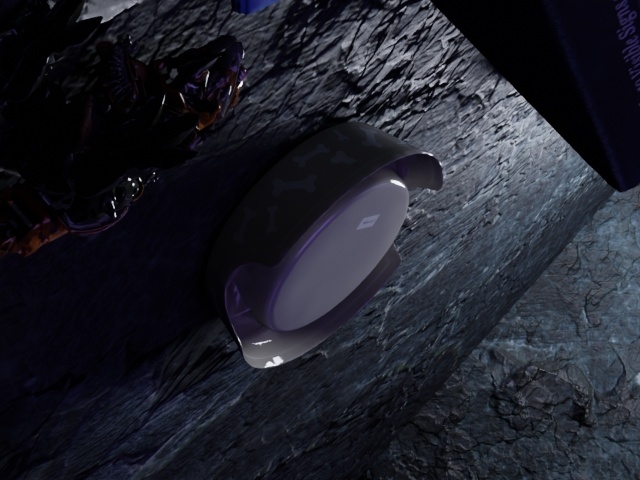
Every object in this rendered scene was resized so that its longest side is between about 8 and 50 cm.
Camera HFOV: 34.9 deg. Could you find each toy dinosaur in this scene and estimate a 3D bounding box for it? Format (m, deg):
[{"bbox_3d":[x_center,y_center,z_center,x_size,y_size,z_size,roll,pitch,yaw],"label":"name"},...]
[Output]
[{"bbox_3d":[-0.178,-0.062,0.803,0.322,0.164,0.218,-62,-179,-21],"label":"toy dinosaur"}]

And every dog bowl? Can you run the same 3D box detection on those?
[{"bbox_3d":[0.000,0.000,1.289,0.349,0.102,0.349,-40,158,-20],"label":"dog bowl"}]

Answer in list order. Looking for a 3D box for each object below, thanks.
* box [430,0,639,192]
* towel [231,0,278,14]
[{"bbox_3d":[0.236,-0.352,0.601,0.472,0.297,0.480,-41,148,5],"label":"box"},{"bbox_3d":[0.065,-0.322,0.785,0.336,0.040,0.243,-25,145,-13],"label":"towel"}]
